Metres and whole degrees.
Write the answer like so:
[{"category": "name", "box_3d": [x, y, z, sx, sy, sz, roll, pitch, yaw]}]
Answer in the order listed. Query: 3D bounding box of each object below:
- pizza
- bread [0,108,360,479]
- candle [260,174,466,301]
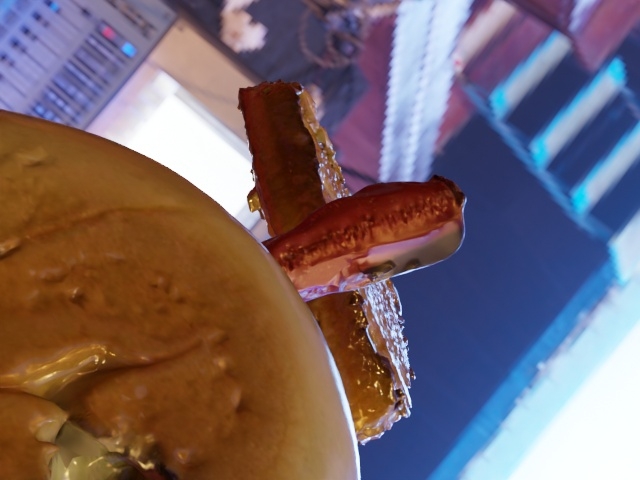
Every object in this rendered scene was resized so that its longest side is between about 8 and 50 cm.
[{"category": "pizza", "box_3d": [0.000, 0.000, 1.186, 0.074, 0.251, 0.287, -17, -171, 5]}, {"category": "bread", "box_3d": [-0.143, 0.082, 0.663, 0.333, 0.333, 0.160, -12, 151, -45]}, {"category": "candle", "box_3d": [0.001, 0.007, 0.846, 0.162, 0.053, 0.048, -20, 174, -24]}]
